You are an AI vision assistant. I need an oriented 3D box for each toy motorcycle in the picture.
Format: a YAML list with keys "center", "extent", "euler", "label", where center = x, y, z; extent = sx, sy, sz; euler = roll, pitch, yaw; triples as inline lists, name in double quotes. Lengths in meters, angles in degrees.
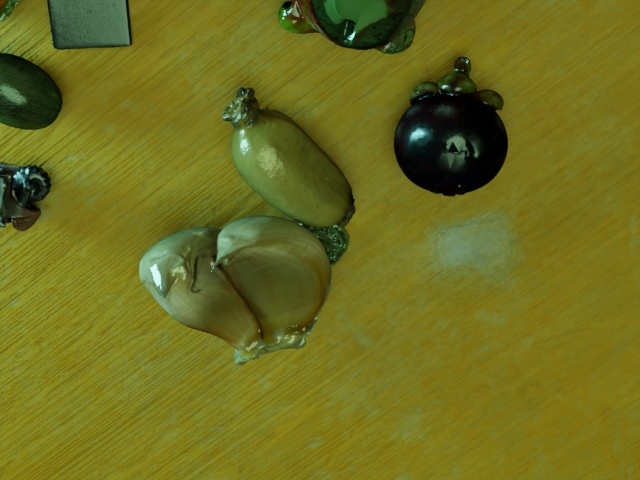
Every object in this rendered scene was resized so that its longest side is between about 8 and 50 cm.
- center: [-0.568, -0.075, 1.908]
  extent: [0.212, 0.084, 0.118]
  euler: [3, 113, 4]
  label: "toy motorcycle"

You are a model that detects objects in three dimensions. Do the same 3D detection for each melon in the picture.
- center: [-0.506, -0.246, 1.824]
  extent: [0.167, 0.114, 0.114]
  euler: [29, 107, -15]
  label: "melon"

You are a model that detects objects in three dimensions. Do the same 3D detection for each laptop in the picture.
- center: [-0.384, -0.412, 1.821]
  extent: [0.135, 0.016, 0.197]
  euler: [-2, 110, -1]
  label: "laptop"

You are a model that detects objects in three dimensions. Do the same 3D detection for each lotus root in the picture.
- center: [-0.058, -0.122, 1.881]
  extent: [0.131, 0.146, 0.303]
  euler: [-43, 114, 7]
  label: "lotus root"

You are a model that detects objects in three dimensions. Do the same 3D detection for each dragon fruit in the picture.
- center: [0.065, -0.420, 1.755]
  extent: [0.295, 0.130, 0.268]
  euler: [-44, 134, 6]
  label: "dragon fruit"

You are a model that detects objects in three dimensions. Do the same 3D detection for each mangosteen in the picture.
- center: [0.220, -0.190, 1.864]
  extent: [0.194, 0.194, 0.231]
  euler: [6, 82, -5]
  label: "mangosteen"

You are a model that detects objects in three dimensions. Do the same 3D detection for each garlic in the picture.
- center: [-0.145, 0.070, 1.898]
  extent: [0.286, 0.249, 0.313]
  euler: [-2, 142, 39]
  label: "garlic"

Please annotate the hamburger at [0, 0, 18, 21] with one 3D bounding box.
- center: [-0.569, -0.439, 1.716]
  extent: [0.246, 0.170, 0.246]
  euler: [-1, 109, -1]
  label: "hamburger"

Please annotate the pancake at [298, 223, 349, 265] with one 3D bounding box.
- center: [0.001, 0.001, 2.003]
  extent: [0.108, 0.017, 0.108]
  euler: [0, 115, 0]
  label: "pancake"
